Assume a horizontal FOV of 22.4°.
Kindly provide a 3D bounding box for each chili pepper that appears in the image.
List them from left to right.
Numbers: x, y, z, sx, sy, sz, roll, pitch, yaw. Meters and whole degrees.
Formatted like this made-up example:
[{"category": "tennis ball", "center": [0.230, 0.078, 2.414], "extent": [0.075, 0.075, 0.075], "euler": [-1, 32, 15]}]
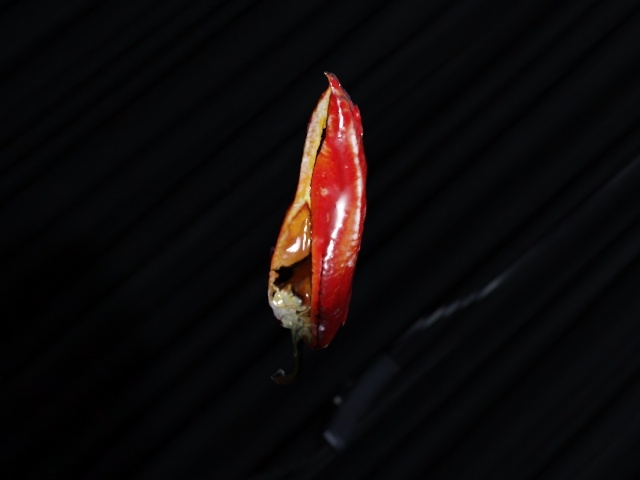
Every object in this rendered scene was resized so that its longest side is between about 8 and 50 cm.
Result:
[{"category": "chili pepper", "center": [0.000, 0.000, 1.039], "extent": [0.059, 0.050, 0.268], "euler": [48, 142, 38]}]
